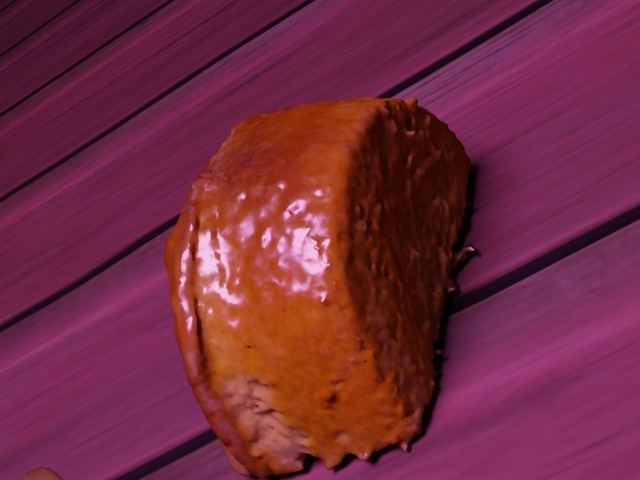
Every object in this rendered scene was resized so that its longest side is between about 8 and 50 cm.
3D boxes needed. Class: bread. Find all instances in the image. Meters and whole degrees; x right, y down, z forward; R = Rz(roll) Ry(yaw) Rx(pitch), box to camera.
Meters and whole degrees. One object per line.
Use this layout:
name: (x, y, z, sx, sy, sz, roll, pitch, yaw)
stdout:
bread: (0.000, 0.000, 0.544, 0.143, 0.139, 0.229, -10, 43, 27)

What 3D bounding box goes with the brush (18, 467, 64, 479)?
brush: (-0.173, 0.223, 0.510, 0.197, 0.059, 0.123, -51, 37, -16)
